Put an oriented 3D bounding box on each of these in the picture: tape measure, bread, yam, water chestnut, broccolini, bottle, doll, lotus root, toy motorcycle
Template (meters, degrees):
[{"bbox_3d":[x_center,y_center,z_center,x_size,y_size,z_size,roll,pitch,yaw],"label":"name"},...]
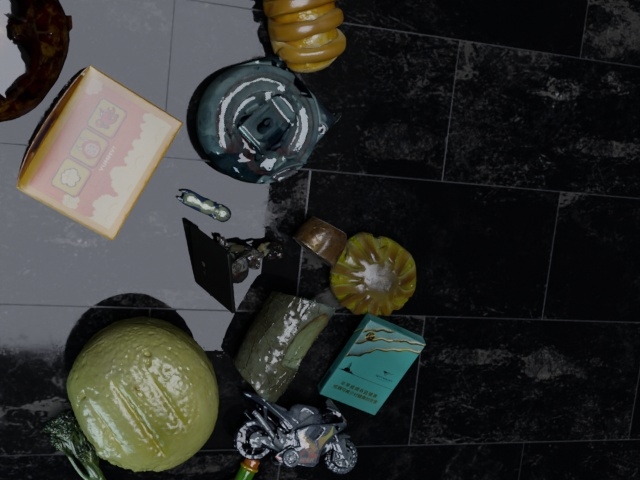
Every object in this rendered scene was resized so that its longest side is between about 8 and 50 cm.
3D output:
[{"bbox_3d":[-0.125,-0.255,1.774,0.275,0.147,0.256,-47,109,-7],"label":"tape measure"},{"bbox_3d":[0.123,0.085,1.940,0.214,0.105,0.213,-4,104,-18],"label":"bread"},{"bbox_3d":[-0.038,-0.512,1.771,0.173,0.121,0.311,-19,106,-15],"label":"bread"},{"bbox_3d":[-0.365,0.320,1.746,0.321,0.237,0.320,-2,97,-16],"label":"bread"},{"bbox_3d":[-0.091,0.219,1.871,0.154,0.154,0.254,32,93,-21],"label":"yam"},{"bbox_3d":[-0.625,-0.375,1.503,0.351,0.302,0.350,-3,102,-14],"label":"water chestnut"},{"bbox_3d":[-0.444,0.525,1.788,0.079,0.074,0.392,-42,91,-8],"label":"broccolini"},{"bbox_3d":[-0.198,0.585,1.940,0.069,0.069,0.187,29,88,-21],"label":"bottle"},{"bbox_3d":[-0.251,-0.075,1.825,0.125,0.027,0.037,24,99,-21],"label":"doll"},{"bbox_3d":[-0.003,-0.002,1.871,0.112,0.122,0.081,31,87,-12],"label":"lotus root"},{"bbox_3d":[-0.050,0.441,1.941,0.307,0.108,0.173,15,75,-17],"label":"toy motorcycle"}]

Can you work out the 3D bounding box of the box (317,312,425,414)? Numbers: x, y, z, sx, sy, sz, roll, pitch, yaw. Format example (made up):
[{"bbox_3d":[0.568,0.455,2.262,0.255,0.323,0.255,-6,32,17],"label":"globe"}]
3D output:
[{"bbox_3d":[0.120,0.293,1.971,0.162,0.041,0.229,24,111,-21],"label":"box"}]

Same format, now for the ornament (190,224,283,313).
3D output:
[{"bbox_3d":[-0.163,0.028,1.825,0.196,0.166,0.153,-22,129,-33],"label":"ornament"}]

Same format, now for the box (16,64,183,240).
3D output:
[{"bbox_3d":[-0.435,-0.178,1.610,0.214,0.283,0.259,30,89,-22],"label":"box"}]
